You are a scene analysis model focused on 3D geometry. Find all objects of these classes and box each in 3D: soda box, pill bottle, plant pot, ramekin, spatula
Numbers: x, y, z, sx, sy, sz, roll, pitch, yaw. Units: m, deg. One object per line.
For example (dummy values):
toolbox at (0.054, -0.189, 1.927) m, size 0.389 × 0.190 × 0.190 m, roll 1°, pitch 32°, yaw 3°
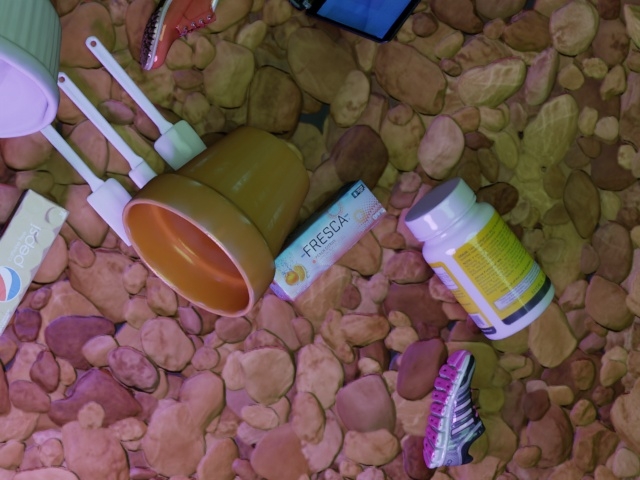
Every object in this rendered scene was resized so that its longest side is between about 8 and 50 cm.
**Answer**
soda box at (0.000, 0.000, 2.011) m, size 0.183 × 0.058 × 0.063 m, roll -43°, pitch 102°, yaw -14°
soda box at (-0.388, 0.027, 1.886) m, size 0.061 × 0.058 × 0.181 m, roll 31°, pitch 82°, yaw -15°
pill bottle at (0.216, 0.023, 2.048) m, size 0.119 × 0.119 × 0.208 m, roll -42°, pitch 102°, yaw -14°
plant pot at (-0.116, -0.038, 1.914) m, size 0.205 × 0.205 × 0.188 m, roll 46°, pitch 61°, yaw -13°
ramekin at (-0.431, -0.237, 1.773) m, size 0.273 × 0.273 × 0.127 m, roll 18°, pitch 67°, yaw -17°
spatula at (-0.267, -0.137, 1.949) m, size 0.168 × 0.019 × 0.242 m, roll -42°, pitch 101°, yaw -8°

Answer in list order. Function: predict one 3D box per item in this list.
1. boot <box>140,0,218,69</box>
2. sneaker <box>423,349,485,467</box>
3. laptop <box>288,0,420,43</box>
boot at (-0.181, -0.287, 1.956) m, size 0.084 × 0.059 × 0.158 m, roll 24°, pitch 82°, yaw -21°
sneaker at (0.196, 0.237, 2.072) m, size 0.075 × 0.063 × 0.170 m, roll 12°, pitch 91°, yaw -17°
laptop at (0.034, -0.422, 1.982) m, size 0.264 × 0.136 × 0.234 m, roll 39°, pitch 78°, yaw -14°
